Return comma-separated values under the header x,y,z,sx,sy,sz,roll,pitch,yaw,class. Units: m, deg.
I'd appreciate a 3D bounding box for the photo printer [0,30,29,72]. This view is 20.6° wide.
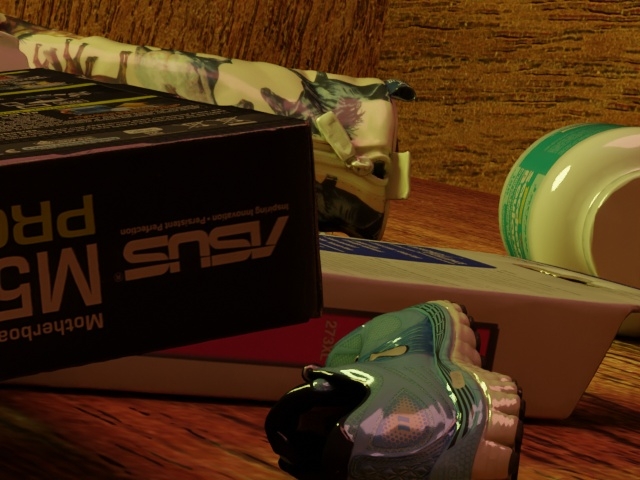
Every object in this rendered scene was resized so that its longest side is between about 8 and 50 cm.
x,y,z,sx,sy,sz,roll,pitch,yaw,class
-0.382,-0.103,1.156,0.308,0.107,0.256,10,-9,-35,photo printer

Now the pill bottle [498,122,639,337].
x,y,z,sx,sy,sz,roll,pitch,yaw,class
0.214,-0.011,1.262,0.146,0.146,0.264,9,4,-2,pill bottle

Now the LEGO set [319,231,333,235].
x,y,z,sx,sy,sz,roll,pitch,yaw,class
-0.002,0.000,1.452,0.054,0.023,0.083,11,5,16,LEGO set

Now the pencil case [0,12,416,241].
x,y,z,sx,sy,sz,roll,pitch,yaw,class
-0.126,-0.097,1.545,0.410,0.159,0.183,9,-10,-14,pencil case

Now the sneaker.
x,y,z,sx,sy,sz,roll,pitch,yaw,class
0.017,0.053,0.592,0.073,0.063,0.162,6,5,-9,sneaker

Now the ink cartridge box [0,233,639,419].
x,y,z,sx,sy,sz,roll,pitch,yaw,class
-0.011,0.029,0.814,0.371,0.069,0.176,4,7,-29,ink cartridge box

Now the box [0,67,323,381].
x,y,z,sx,sy,sz,roll,pitch,yaw,class
-0.166,-0.002,0.512,0.270,0.060,0.216,-10,13,-29,box
